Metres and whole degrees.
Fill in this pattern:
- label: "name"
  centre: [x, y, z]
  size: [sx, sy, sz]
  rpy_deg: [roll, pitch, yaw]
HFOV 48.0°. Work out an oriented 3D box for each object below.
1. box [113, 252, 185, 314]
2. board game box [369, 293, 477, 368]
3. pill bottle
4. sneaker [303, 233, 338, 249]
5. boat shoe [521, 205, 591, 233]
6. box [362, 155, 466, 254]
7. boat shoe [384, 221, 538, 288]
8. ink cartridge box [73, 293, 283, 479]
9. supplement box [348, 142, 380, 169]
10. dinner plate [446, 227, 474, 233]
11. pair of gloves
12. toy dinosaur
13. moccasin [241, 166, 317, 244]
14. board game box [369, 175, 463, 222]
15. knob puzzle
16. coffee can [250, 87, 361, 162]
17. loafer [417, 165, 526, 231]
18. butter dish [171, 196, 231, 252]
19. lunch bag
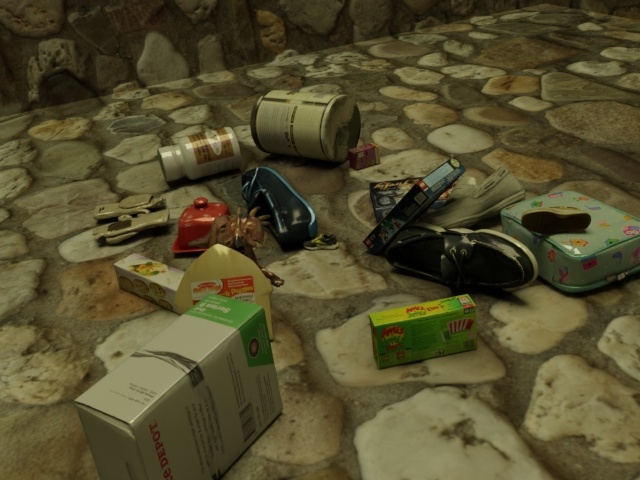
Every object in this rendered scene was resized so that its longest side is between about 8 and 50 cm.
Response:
- label: "box"
  centre: [-0.319, 0.102, 1.531]
  size: [0.323, 0.067, 0.063]
  rpy_deg: [17, 37, 37]
- label: "board game box"
  centre: [0.181, 0.160, 1.262]
  size: [0.181, 0.092, 0.043]
  rpy_deg: [-11, 26, -6]
- label: "pill bottle"
  centre: [-0.363, -0.253, 2.150]
  size: [0.229, 0.131, 0.131]
  rpy_deg: [-17, 29, -17]
- label: "sneaker"
  centre: [0.000, 0.000, 1.676]
  size: [0.083, 0.035, 0.031]
  rpy_deg: [-2, 27, 10]
- label: "boat shoe"
  centre: [0.452, -0.042, 1.396]
  size: [0.135, 0.050, 0.045]
  rpy_deg: [3, 23, -4]
- label: "box"
  centre: [0.205, -0.076, 1.590]
  size: [0.044, 0.233, 0.159]
  rpy_deg: [48, 48, 7]
- label: "boat shoe"
  centre: [0.264, 0.040, 1.436]
  size: [0.113, 0.127, 0.340]
  rpy_deg: [-29, 32, -33]
- label: "ink cartridge box"
  centre: [-0.196, 0.245, 1.065]
  size: [0.121, 0.211, 0.289]
  rpy_deg: [12, 33, 31]
- label: "supplement box"
  centre: [0.128, -0.245, 2.093]
  size: [0.083, 0.055, 0.043]
  rpy_deg: [-17, 27, -20]
- label: "dinner plate"
  centre: [0.335, 0.000, 1.518]
  size: [0.141, 0.017, 0.141]
  rpy_deg: [24, -4, 2]
- label: "pair of gloves"
  centre: [-0.503, -0.059, 1.914]
  size: [0.204, 0.042, 0.240]
  rpy_deg: [-16, 27, -9]
- label: "toy dinosaur"
  centre: [-0.190, -0.002, 1.549]
  size: [0.127, 0.201, 0.295]
  rpy_deg: [-24, 31, -29]
- label: "moccasin"
  centre: [-0.133, -0.095, 1.787]
  size: [0.116, 0.138, 0.342]
  rpy_deg: [-24, 30, -20]
- label: "board game box"
  centre: [0.252, -0.110, 1.816]
  size: [0.243, 0.042, 0.165]
  rpy_deg: [-7, 28, 1]
- label: "knob puzzle"
  centre: [-0.186, 0.104, 1.387]
  size: [0.213, 0.213, 0.030]
  rpy_deg: [-7, -3, 2]
- label: "coffee can"
  centre: [-0.045, -0.350, 2.179]
  size: [0.275, 0.202, 0.201]
  rpy_deg: [13, 33, 33]
- label: "loafer"
  centre: [0.336, -0.088, 1.654]
  size: [0.319, 0.112, 0.112]
  rpy_deg: [-21, -11, -33]
- label: "butter dish"
  centre: [-0.283, -0.049, 1.753]
  size: [0.159, 0.118, 0.160]
  rpy_deg: [-5, 28, 6]
- label: "lunch bag"
  centre: [0.525, -0.004, 1.474]
  size: [0.223, 0.108, 0.279]
  rpy_deg: [-15, 28, -17]
